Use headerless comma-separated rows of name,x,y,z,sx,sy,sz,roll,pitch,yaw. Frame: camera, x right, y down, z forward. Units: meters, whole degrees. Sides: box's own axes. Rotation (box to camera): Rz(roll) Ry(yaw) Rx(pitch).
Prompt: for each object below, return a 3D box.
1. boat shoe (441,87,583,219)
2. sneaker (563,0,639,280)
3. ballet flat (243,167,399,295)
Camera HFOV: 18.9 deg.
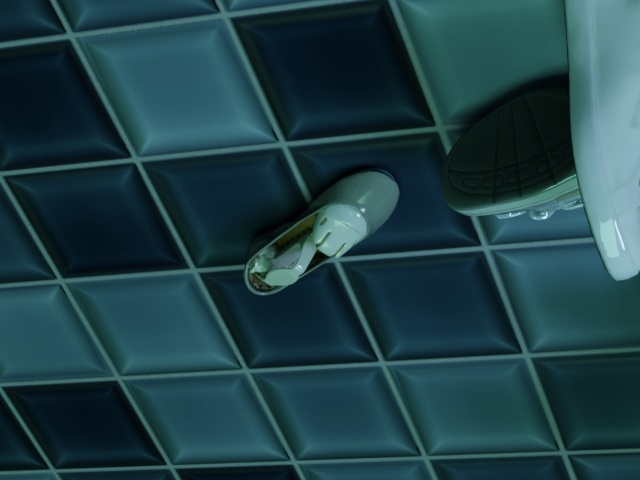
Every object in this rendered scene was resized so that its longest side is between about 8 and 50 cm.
boat shoe,0.262,-0.086,1.768,0.320,0.118,0.103,-22,140,26
sneaker,0.276,-0.114,1.629,0.123,0.290,0.106,-5,174,17
ballet flat,0.000,0.000,1.974,0.072,0.068,0.213,39,133,-22
